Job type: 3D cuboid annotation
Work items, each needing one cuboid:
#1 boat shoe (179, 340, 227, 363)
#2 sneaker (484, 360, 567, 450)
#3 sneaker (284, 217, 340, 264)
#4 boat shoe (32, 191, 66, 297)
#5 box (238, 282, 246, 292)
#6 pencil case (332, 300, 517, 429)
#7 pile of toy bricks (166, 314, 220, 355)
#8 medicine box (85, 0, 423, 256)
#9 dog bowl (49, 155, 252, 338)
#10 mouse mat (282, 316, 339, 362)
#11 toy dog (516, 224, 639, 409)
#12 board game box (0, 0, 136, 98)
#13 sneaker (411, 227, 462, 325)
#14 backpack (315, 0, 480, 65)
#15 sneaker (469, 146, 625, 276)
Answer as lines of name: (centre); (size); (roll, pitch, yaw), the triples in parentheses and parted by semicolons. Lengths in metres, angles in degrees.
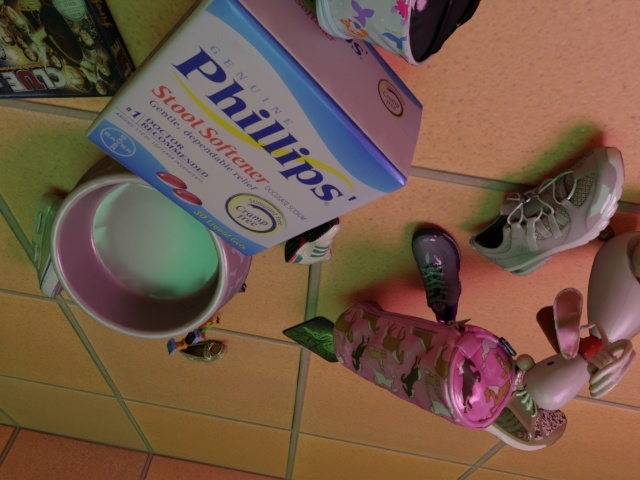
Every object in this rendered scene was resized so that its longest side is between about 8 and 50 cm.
boat shoe: (-0.323, 0.304, 1.384); (0.153, 0.056, 0.048); (-8, 142, 34)
sneaker: (0.461, 0.381, 1.224); (0.410, 0.158, 0.182); (20, 123, -18)
sneaker: (0.000, 0.000, 0.943); (0.075, 0.057, 0.161); (16, 143, -32)
boat shoe: (-0.555, 0.010, 1.067); (0.094, 0.109, 0.302); (35, 129, -4)
box: (-0.217, 0.092, 1.127); (0.083, 0.018, 0.067); (-5, 138, 20)
pencil case: (0.169, 0.212, 0.944); (0.160, 0.167, 0.386); (28, 168, -25)
pile of toy bricks: (-0.300, 0.203, 1.232); (0.105, 0.118, 0.212); (-1, 143, -39)
medicine box: (-0.076, -0.144, 0.598); (0.289, 0.149, 0.263); (-23, 128, 41)
dog bowl: (-0.300, 0.019, 0.883); (0.349, 0.102, 0.348); (2, 112, 4)
mouse mat: (0.016, 0.255, 1.276); (0.190, 0.007, 0.153); (36, 135, -28)
toy dog: (0.414, 0.087, 0.780); (0.161, 0.334, 0.220); (42, 161, 20)
board game box: (-0.399, -0.279, 0.704); (0.243, 0.042, 0.165); (2, 140, 12)
sneaker: (0.223, 0.075, 0.931); (0.083, 0.098, 0.223); (-9, 137, 24)
backpack: (0.075, -0.293, 0.430); (0.191, 0.225, 0.253); (23, 150, 22)
sneaker: (0.332, -0.036, 0.762); (0.115, 0.105, 0.281); (18, 141, -8)
